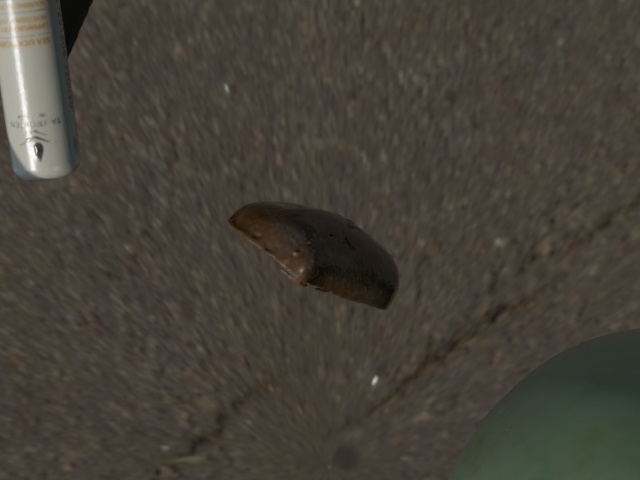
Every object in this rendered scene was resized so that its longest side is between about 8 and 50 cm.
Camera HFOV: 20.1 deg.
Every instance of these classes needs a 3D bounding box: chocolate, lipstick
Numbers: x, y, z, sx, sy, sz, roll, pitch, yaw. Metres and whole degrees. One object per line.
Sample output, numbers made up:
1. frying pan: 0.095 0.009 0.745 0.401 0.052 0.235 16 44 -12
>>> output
1. chocolate: 0.000 0.000 0.845 0.064 0.101 0.031 36 99 33
2. lipstick: -0.157 -0.103 0.977 0.040 0.040 0.141 -6 106 -1

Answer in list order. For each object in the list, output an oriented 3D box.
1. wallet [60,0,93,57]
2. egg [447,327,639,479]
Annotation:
1. wallet: -0.230 -0.184 1.029 0.244 0.025 0.124 15 109 -33
2. egg: 0.186 0.201 0.862 0.276 0.389 0.276 -6 126 -8
